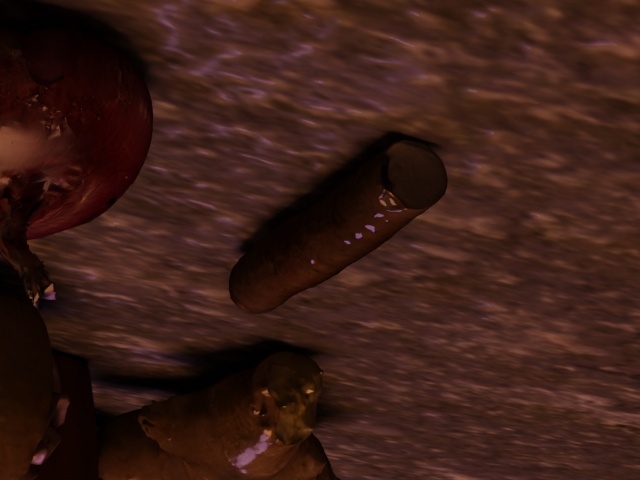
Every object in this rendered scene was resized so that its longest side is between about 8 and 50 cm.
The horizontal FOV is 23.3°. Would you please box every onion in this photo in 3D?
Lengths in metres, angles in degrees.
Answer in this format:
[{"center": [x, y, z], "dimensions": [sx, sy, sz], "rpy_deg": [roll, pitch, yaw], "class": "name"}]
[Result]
[{"center": [-0.149, -0.026, 0.747], "dimensions": [0.150, 0.140, 0.150], "rpy_deg": [-11, 159, -4], "class": "onion"}]

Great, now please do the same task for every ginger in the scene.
[{"center": [-0.094, 0.175, 1.430], "dimensions": [0.236, 0.166, 0.375], "rpy_deg": [22, 148, 17], "class": "ginger"}]

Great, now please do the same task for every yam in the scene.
[{"center": [0.000, 0.000, 0.933], "dimensions": [0.046, 0.046, 0.264], "rpy_deg": [12, 159, -20], "class": "yam"}]

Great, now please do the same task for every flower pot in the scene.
[{"center": [-0.278, 0.188, 1.384], "dimensions": [0.191, 0.173, 0.190], "rpy_deg": [7, 161, 2], "class": "flower pot"}]

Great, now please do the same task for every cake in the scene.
[{"center": [-0.260, 0.120, 1.157], "dimensions": [0.178, 0.185, 0.208], "rpy_deg": [15, 141, -38], "class": "cake"}]

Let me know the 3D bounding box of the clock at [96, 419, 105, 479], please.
[{"center": [-0.317, 0.251, 1.648], "dimensions": [0.243, 0.146, 0.199], "rpy_deg": [2, 159, 34], "class": "clock"}]
